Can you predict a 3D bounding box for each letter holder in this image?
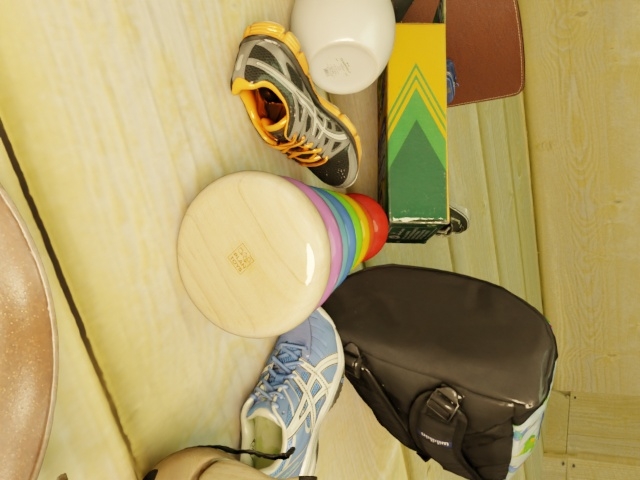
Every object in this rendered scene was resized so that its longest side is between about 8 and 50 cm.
[{"bbox_3d":[0.278,-0.431,1.072,0.302,0.214,0.152,61,37,-39],"label":"letter holder"}]

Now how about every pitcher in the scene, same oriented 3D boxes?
[{"bbox_3d":[0.039,-0.274,0.702,0.177,0.125,0.207,41,42,-49],"label":"pitcher"}]

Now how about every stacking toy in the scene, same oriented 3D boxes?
[{"bbox_3d":[0.000,0.000,0.596,0.330,0.141,0.141,-12,98,-66],"label":"stacking toy"}]

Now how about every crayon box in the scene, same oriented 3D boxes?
[{"bbox_3d":[0.130,-0.168,0.823,0.203,0.083,0.323,77,14,-82],"label":"crayon box"}]

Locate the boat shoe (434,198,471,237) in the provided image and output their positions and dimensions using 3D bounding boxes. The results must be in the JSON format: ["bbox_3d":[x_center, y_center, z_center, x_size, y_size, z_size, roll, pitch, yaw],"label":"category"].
[{"bbox_3d":[0.239,-0.043,1.112,0.219,0.077,0.070,26,63,-50],"label":"boat shoe"}]

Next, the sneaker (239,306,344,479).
[{"bbox_3d":[-0.030,0.158,0.565,0.081,0.080,0.211,51,43,-53],"label":"sneaker"}]

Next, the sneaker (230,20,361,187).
[{"bbox_3d":[-0.028,-0.126,0.607,0.215,0.084,0.083,49,48,-37],"label":"sneaker"}]

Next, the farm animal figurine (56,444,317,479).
[{"bbox_3d":[-0.104,0.237,0.318,0.327,0.172,0.331,-66,162,-69],"label":"farm animal figurine"}]

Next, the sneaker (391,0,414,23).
[{"bbox_3d":[0.139,-0.411,0.834,0.083,0.222,0.118,61,20,9],"label":"sneaker"}]

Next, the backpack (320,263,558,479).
[{"bbox_3d":[0.176,0.187,0.748,0.273,0.289,0.356,-50,138,-35],"label":"backpack"}]

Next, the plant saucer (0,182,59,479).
[{"bbox_3d":[-0.245,0.064,0.200,0.310,0.050,0.311,10,79,-62],"label":"plant saucer"}]

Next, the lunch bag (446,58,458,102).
[{"bbox_3d":[0.214,-0.298,1.060,0.067,0.098,0.065,60,40,-49],"label":"lunch bag"}]
